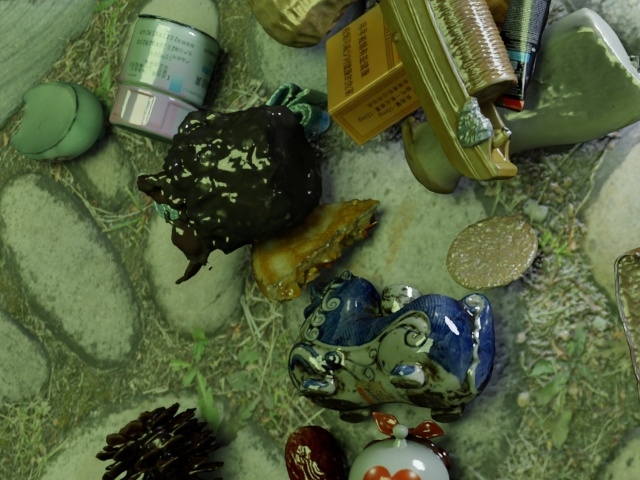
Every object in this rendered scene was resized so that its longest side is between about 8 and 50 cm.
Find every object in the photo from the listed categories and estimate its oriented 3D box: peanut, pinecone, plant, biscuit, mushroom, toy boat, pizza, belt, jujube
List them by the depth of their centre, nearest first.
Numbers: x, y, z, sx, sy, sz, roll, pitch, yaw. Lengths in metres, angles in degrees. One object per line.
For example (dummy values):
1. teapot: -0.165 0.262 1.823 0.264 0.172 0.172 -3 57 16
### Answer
1. toy boat: 0.161 -0.215 1.515 0.115 0.089 0.310 -30 73 29
2. mushroom: 0.242 -0.155 1.588 0.329 0.122 0.159 -29 44 27
3. biscuit: 0.212 0.015 1.604 0.120 0.015 0.120 -16 45 16
4. jujube: -0.005 0.302 1.669 0.077 0.077 0.129 -28 63 26
5. plant: -0.122 -0.078 1.734 0.234 0.178 0.204 -16 111 29
6. pizza: 0.000 0.000 1.747 0.199 0.062 0.188 -23 38 17
7. pinecone: -0.204 0.312 1.762 0.163 0.163 0.165 -44 76 17
8. peanut: -0.003 -0.386 1.824 0.233 0.110 0.197 -40 59 22
9. belt: -0.115 -0.125 1.855 0.302 0.072 0.087 -36 67 21
10. toy boat: -0.418 -0.187 2.092 0.208 0.079 0.134 1 71 46

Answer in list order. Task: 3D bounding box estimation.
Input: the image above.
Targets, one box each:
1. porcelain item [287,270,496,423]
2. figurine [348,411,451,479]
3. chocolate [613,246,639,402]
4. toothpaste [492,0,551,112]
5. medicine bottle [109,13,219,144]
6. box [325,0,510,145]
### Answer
1. porcelain item: 0.090 0.127 1.630 0.288 0.138 0.186 -9 56 37
2. figurine: 0.088 0.322 1.563 0.183 0.160 0.226 -4 70 33
3. chocolate: 0.416 0.099 1.424 0.148 0.093 0.214 -20 67 30
4. toothpaste: 0.237 -0.249 1.532 0.071 0.045 0.193 17 93 49
5. medicine bottle: -0.234 -0.236 1.929 0.135 0.135 0.168 16 87 36
6. box: 0.133 -0.262 1.678 0.274 0.076 0.174 -32 36 24
